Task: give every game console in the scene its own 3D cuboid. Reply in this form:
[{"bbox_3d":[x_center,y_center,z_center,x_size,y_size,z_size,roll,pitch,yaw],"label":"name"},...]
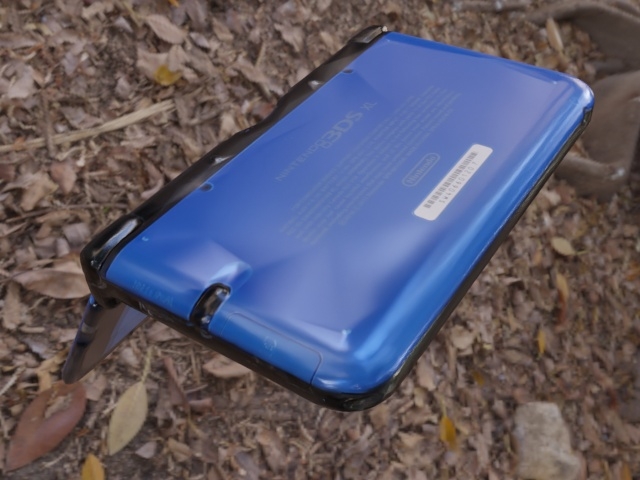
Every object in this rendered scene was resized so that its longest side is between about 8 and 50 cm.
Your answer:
[{"bbox_3d":[0.000,0.000,0.500,0.293,0.250,0.173,-46,147,-36],"label":"game console"}]
